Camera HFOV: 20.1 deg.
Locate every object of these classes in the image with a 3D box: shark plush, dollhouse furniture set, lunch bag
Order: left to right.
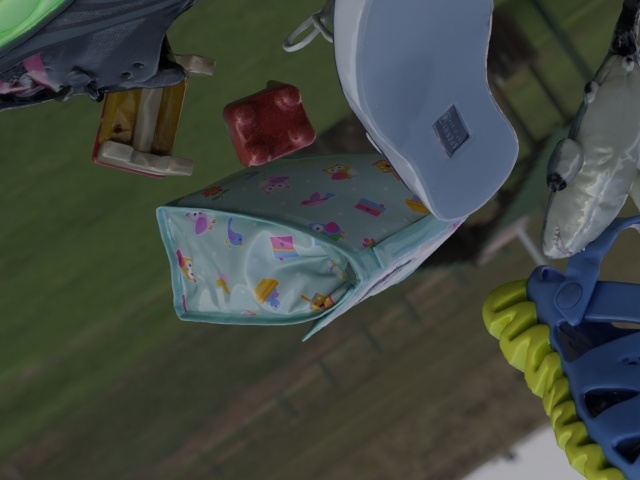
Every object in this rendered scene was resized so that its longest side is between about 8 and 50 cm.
[{"bbox_3d":[-0.064,-0.226,1.529,0.152,0.201,0.374,-172,-85,-71],"label":"dollhouse furniture set"},{"bbox_3d":[0.000,0.000,1.896,0.262,0.160,0.223,3,-160,37],"label":"lunch bag"},{"bbox_3d":[0.158,-0.071,1.061,0.073,0.161,0.067,7,166,-13],"label":"shark plush"}]

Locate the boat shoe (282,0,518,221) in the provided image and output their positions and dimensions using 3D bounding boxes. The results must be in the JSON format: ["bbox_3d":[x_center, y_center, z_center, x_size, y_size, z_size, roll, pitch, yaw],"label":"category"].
[{"bbox_3d":[0.055,-0.157,1.408,0.136,0.156,0.367,-43,152,-4],"label":"boat shoe"}]

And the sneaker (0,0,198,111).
[{"bbox_3d":[-0.215,-0.149,1.349,0.482,0.202,0.185,-27,-132,31],"label":"sneaker"}]

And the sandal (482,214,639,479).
[{"bbox_3d":[0.216,0.086,1.173,0.138,0.126,0.317,-49,-143,14],"label":"sandal"}]
